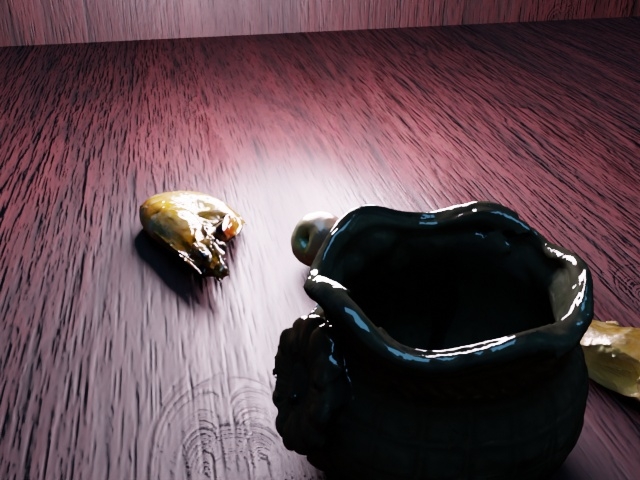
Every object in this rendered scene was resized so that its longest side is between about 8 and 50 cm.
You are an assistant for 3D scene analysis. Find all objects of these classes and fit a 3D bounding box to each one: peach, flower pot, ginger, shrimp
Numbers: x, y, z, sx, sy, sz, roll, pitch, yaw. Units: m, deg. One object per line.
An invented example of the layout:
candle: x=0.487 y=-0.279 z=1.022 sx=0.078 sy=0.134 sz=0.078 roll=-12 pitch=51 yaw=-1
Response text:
peach: x=0.001 y=0.000 z=1.050 sx=0.083 sy=0.083 sz=0.083 roll=0 pitch=28 yaw=0
flower pot: x=0.096 y=0.101 z=0.717 sx=0.302 sy=0.213 sz=0.302 roll=1 pitch=28 yaw=0
ginger: x=0.338 y=0.117 z=0.831 sx=0.131 sy=0.086 sz=0.294 roll=-38 pitch=37 yaw=-18
shrimp: x=-0.167 y=-0.012 z=1.102 sx=0.152 sy=0.063 sz=0.287 roll=-3 pitch=25 yaw=-31
